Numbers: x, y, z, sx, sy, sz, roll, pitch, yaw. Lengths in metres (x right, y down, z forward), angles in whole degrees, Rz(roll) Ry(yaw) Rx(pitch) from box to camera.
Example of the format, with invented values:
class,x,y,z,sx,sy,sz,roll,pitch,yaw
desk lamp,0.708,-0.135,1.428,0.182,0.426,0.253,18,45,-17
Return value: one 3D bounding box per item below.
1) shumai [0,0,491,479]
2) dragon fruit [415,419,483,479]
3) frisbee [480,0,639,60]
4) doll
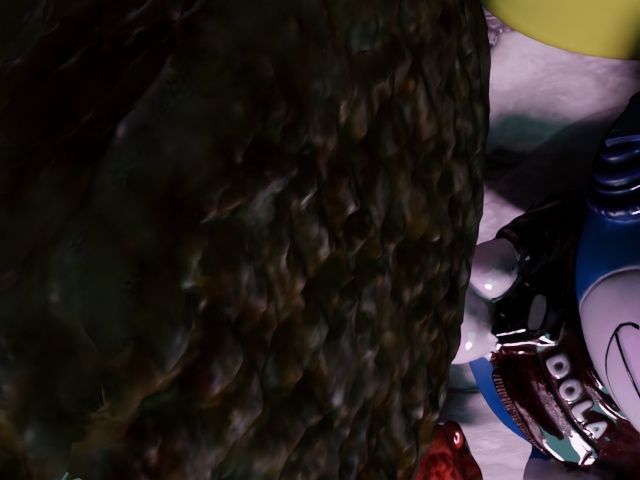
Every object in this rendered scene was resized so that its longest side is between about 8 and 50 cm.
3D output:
class,x,y,z,sx,sy,sz,roll,pitch,yaw
shumai,-0.121,-0.005,0.805,0.348,0.395,0.395,18,159,24
dragon fruit,0.037,0.236,1.299,0.205,0.152,0.317,-22,174,3
frisbee,0.179,-0.155,0.817,0.236,0.017,0.236,-1,151,0
doll,0.230,0.037,0.957,0.284,0.240,0.310,44,150,-18
